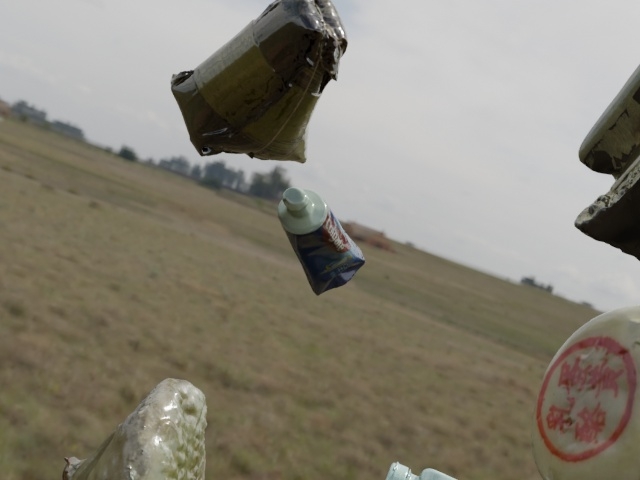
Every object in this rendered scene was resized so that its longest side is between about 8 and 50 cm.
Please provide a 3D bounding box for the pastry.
[{"bbox_3d":[0.355,0.195,1.223,0.133,0.264,0.265,29,-4,-27],"label":"pastry"}]

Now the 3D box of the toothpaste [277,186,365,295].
[{"bbox_3d":[0.000,0.000,0.421,0.019,0.027,0.083,45,-7,26],"label":"toothpaste"}]

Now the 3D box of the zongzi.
[{"bbox_3d":[-0.028,-0.234,1.663,0.289,0.154,0.318,-31,-25,29],"label":"zongzi"}]

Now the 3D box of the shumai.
[{"bbox_3d":[-0.176,0.224,0.995,0.120,0.201,0.201,3,-3,10],"label":"shumai"}]

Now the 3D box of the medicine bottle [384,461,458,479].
[{"bbox_3d":[0.210,0.437,1.750,0.229,0.083,0.121,22,-36,6],"label":"medicine bottle"}]

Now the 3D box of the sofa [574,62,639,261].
[{"bbox_3d":[0.344,-0.053,0.808,0.258,0.200,0.182,32,30,1],"label":"sofa"}]
